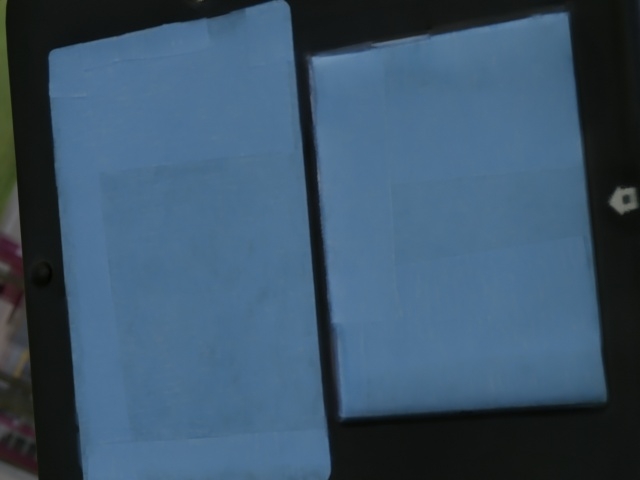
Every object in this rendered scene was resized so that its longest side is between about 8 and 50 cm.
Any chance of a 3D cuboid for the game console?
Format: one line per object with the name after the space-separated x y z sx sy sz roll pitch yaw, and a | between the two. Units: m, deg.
0.000 0.000 0.734 0.060 0.342 0.387 0 83 -58 | game console
